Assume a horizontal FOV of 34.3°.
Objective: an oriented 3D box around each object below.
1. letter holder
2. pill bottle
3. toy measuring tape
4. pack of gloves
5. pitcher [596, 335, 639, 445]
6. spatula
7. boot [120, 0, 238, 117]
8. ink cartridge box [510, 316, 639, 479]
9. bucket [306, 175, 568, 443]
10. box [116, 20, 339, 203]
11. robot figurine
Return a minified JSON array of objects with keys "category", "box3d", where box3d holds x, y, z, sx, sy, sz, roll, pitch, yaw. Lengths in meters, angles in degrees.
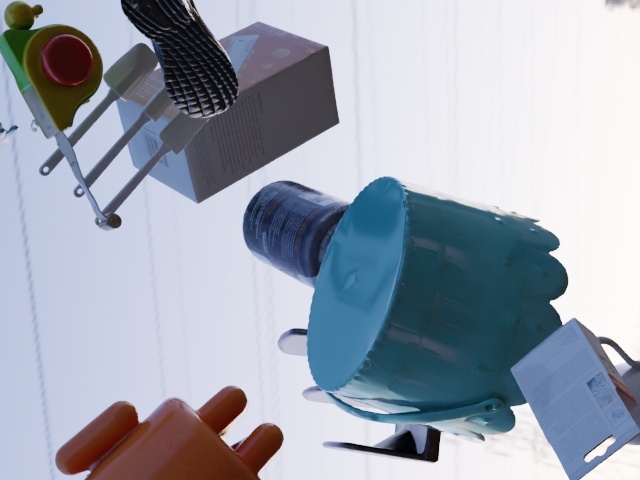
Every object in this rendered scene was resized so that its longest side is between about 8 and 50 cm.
[{"category":"letter holder","box3d":[0.039,0.215,1.425,0.302,0.214,0.152,110,168,-78]},{"category":"pill bottle","box3d":[0.000,0.000,1.434,0.130,0.245,0.131,-9,-72,-29]},{"category":"toy measuring tape","box3d":[-0.327,-0.180,1.419,0.330,0.121,0.121,63,-145,-11]},{"category":"pack of gloves","box3d":[-0.500,-0.200,1.726,0.195,0.232,0.046,-27,-81,-20]},{"category":"pitcher","box3d":[0.448,0.221,1.538,0.207,0.125,0.178,0,-67,-27]},{"category":"spatula","box3d":[-0.289,-0.151,1.513,0.242,0.019,0.168,-48,-51,-6]},{"category":"boot","box3d":[-0.167,-0.270,1.200,0.246,0.083,0.161,63,-170,-54]},{"category":"ink cartridge box","box3d":[0.182,0.114,0.721,0.029,0.063,0.115,35,-159,-32]},{"category":"bucket","box3d":[0.114,0.071,1.123,0.281,0.183,0.281,-162,90,-73]},{"category":"box","box3d":[-0.167,-0.245,1.913,0.345,0.215,0.168,-33,-49,-29]},{"category":"robot figurine","box3d":[-0.126,0.213,0.828,0.219,0.128,0.158,-45,-60,-11]}]
